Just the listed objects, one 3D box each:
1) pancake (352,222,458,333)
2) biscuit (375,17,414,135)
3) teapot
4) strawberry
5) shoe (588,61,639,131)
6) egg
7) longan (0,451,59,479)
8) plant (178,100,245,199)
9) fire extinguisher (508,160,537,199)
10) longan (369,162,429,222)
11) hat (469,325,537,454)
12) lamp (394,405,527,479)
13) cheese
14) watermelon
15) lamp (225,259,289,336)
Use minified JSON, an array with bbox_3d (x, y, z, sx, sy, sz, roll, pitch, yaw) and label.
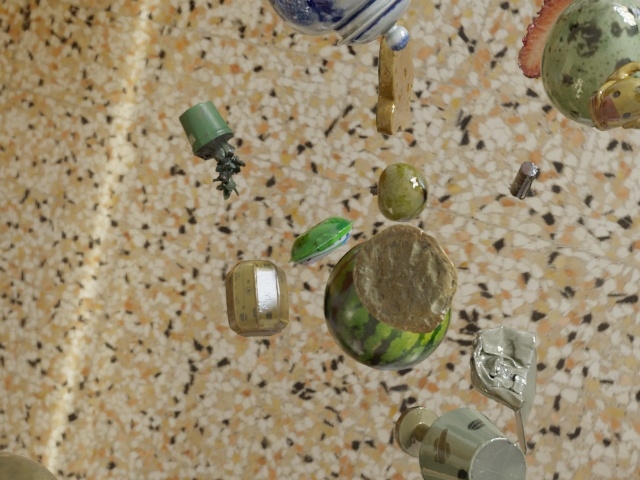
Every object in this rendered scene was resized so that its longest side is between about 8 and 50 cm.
[{"bbox_3d":[0.112,0.054,0.954,0.152,0.025,0.151,3,95,31],"label":"pancake"},{"bbox_3d":[0.185,-0.398,1.847,0.057,0.344,0.287,8,74,15],"label":"biscuit"},{"bbox_3d":[0.047,-0.412,1.124,0.252,0.424,0.280,-41,105,2],"label":"teapot"},{"bbox_3d":[0.508,-0.439,1.526,0.208,0.087,0.167,-40,61,26],"label":"strawberry"},{"bbox_3d":[0.344,-0.159,0.792,0.069,0.109,0.072,-19,72,47],"label":"shoe"},{"bbox_3d":[0.413,-0.270,1.058,0.177,0.228,0.177,-13,57,20],"label":"egg"},{"bbox_3d":[-0.507,0.496,1.090,0.288,0.288,0.350,-34,45,21],"label":"longan"},{"bbox_3d":[-0.107,-0.093,0.756,0.051,0.051,0.102,-28,91,23],"label":"plant"},{"bbox_3d":[0.516,-0.148,1.844,0.043,0.158,0.064,-26,69,-8],"label":"fire extinguisher"},{"bbox_3d":[0.207,-0.128,1.920,0.176,0.145,0.154,13,74,31],"label":"longan"},{"bbox_3d":[0.370,0.305,1.470,0.149,0.214,0.244,13,125,16],"label":"hat"},{"bbox_3d":[0.175,0.276,0.943,0.215,0.121,0.121,174,94,-69],"label":"lamp"},{"bbox_3d":[0.000,0.000,1.861,0.204,0.320,0.083,-33,93,-2],"label":"cheese"},{"bbox_3d":[0.144,0.140,1.571,0.285,0.285,0.285,0,89,25],"label":"watermelon"},{"bbox_3d":[-0.161,0.150,1.835,0.161,0.161,0.185,-12,70,25],"label":"lamp"}]
